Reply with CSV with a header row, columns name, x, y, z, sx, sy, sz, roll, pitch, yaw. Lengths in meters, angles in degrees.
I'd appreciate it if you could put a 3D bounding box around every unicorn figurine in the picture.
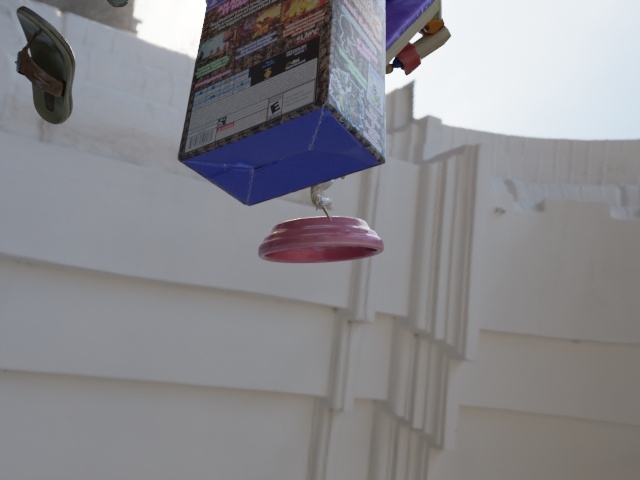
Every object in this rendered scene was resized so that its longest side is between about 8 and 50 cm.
name,x,y,z,sx,sy,sz,roll,pitch,yaw
unicorn figurine,0.015,-0.130,1.184,0.060,0.111,0.161,6,-70,28

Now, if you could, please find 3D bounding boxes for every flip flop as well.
name,x,y,z,sx,sy,sz,roll,pitch,yaw
flip flop,-0.548,-0.324,1.188,0.080,0.112,0.277,-52,175,-38

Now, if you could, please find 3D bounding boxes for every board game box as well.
name,x,y,z,sx,sy,sz,roll,pitch,yaw
board game box,-0.044,-0.226,0.832,0.232,0.141,0.290,-14,-121,31

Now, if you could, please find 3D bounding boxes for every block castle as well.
name,x,y,z,sx,sy,sz,roll,pitch,yaw
block castle,0.135,-0.683,1.611,0.213,0.453,0.303,-33,-137,8

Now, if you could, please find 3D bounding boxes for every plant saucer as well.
name,x,y,z,sx,sy,sz,roll,pitch,yaw
plant saucer,0.000,0.000,1.612,0.332,0.332,0.084,-18,-108,57

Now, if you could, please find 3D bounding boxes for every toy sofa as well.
name,x,y,z,sx,sy,sz,roll,pitch,yaw
toy sofa,0.107,-0.460,1.242,0.150,0.177,0.362,21,-125,28

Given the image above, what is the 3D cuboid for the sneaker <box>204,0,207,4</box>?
name,x,y,z,sx,sy,sz,roll,pitch,yaw
sneaker,-0.282,-0.681,1.790,0.384,0.145,0.147,86,26,-60

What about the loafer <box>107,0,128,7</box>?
name,x,y,z,sx,sy,sz,roll,pitch,yaw
loafer,-0.646,-0.815,1.882,0.087,0.095,0.251,112,-43,-68
